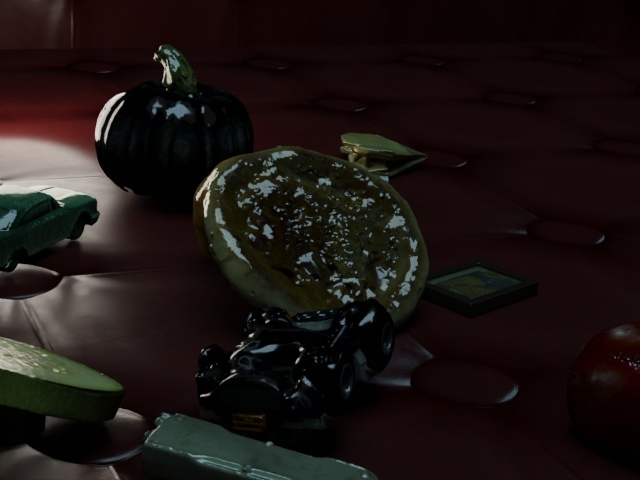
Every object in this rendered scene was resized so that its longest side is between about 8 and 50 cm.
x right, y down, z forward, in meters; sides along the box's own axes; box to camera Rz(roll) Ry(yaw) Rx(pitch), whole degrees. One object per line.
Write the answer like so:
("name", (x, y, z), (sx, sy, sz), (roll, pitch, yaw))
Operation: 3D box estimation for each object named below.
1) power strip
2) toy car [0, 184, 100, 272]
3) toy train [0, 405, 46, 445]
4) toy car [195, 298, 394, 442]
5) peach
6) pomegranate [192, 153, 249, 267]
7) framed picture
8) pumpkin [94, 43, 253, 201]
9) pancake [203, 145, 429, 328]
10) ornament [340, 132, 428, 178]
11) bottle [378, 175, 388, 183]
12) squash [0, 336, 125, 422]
("power strip", (-0.062, 0.250, 1.345), (0.286, 0.048, 0.080), (11, 23, 19))
("toy car", (-0.487, -0.029, 1.980), (0.141, 0.097, 0.320), (13, 21, 21))
("toy train", (-0.436, 0.179, 1.474), (0.252, 0.048, 0.055), (15, 20, 28))
("toy car", (-0.033, 0.157, 1.516), (0.193, 0.118, 0.301), (2, 18, 20))
("peach", (0.415, 0.191, 1.471), (0.154, 0.159, 0.267), (-22, 33, -40))
("pomegranate", (-0.102, -0.037, 1.958), (0.207, 0.207, 0.207), (4, 19, -1))
("framed picture", (0.240, 0.072, 1.951), (0.168, 0.023, 0.128), (-14, 26, -42))
("pumpkin", (-0.258, -0.216, 2.299), (0.296, 0.296, 0.296), (4, 19, -1))
("pancake", (-0.001, 0.001, 1.808), (0.356, 0.065, 0.356), (13, 54, -18))
("ornament", (0.138, -0.182, 2.610), (0.180, 0.059, 0.201), (4, 17, -10))
("bottle", (0.023, -0.113, 2.378), (0.217, 0.060, 0.060), (-1, 20, -10))
("squash", (-0.348, 0.156, 1.438), (0.252, 0.049, 0.252), (18, -2, 1))
